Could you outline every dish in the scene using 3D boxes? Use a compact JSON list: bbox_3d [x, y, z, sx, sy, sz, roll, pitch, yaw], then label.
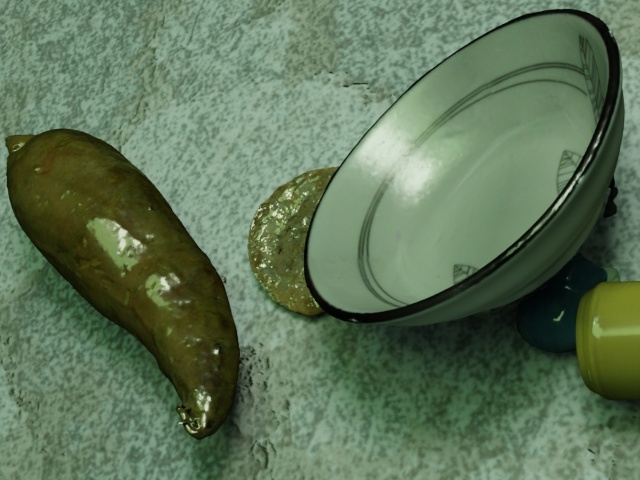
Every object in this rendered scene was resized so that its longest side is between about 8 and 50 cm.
[{"bbox_3d":[0.133,-0.037,0.970,0.316,0.106,0.316,-35,30,23],"label":"dish"}]

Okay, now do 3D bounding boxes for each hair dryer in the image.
[{"bbox_3d":[0.279,-0.007,0.925,0.134,0.090,0.279,-5,54,29],"label":"hair dryer"}]

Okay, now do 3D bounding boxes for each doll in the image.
[{"bbox_3d":[0.186,0.048,0.957,0.076,0.050,0.083,8,68,37],"label":"doll"}]

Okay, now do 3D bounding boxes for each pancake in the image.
[{"bbox_3d":[-0.001,0.000,1.102,0.151,0.025,0.152,-13,56,20],"label":"pancake"}]

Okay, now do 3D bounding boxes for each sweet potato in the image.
[{"bbox_3d":[-0.175,0.023,1.124,0.130,0.130,0.423,-42,56,0],"label":"sweet potato"}]
